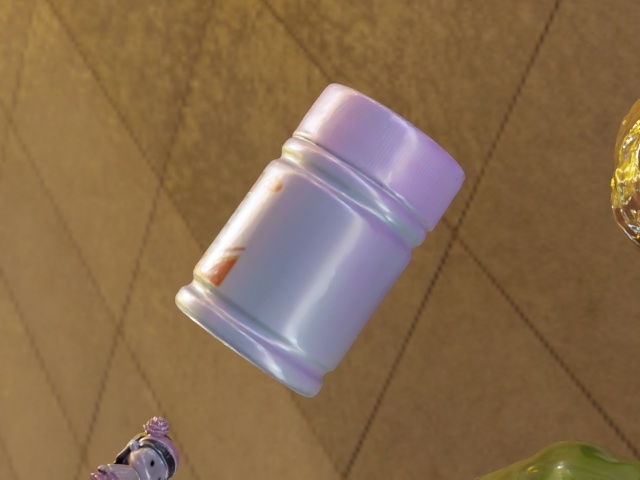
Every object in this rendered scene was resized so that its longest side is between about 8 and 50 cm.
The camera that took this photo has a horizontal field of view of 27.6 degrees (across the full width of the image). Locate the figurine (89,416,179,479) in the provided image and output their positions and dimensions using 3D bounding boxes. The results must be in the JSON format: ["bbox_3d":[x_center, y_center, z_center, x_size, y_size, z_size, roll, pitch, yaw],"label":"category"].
[{"bbox_3d":[-0.209,0.249,1.402,0.054,0.129,0.072,4,123,52],"label":"figurine"}]

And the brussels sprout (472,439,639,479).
[{"bbox_3d":[0.257,0.356,1.344,0.247,0.328,0.328,-1,92,47],"label":"brussels sprout"}]

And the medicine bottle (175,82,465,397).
[{"bbox_3d":[0.000,0.000,1.500,0.316,0.202,0.202,-54,37,-4],"label":"medicine bottle"}]

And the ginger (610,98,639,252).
[{"bbox_3d":[0.478,-0.097,1.640,0.223,0.200,0.269,-28,29,46],"label":"ginger"}]
